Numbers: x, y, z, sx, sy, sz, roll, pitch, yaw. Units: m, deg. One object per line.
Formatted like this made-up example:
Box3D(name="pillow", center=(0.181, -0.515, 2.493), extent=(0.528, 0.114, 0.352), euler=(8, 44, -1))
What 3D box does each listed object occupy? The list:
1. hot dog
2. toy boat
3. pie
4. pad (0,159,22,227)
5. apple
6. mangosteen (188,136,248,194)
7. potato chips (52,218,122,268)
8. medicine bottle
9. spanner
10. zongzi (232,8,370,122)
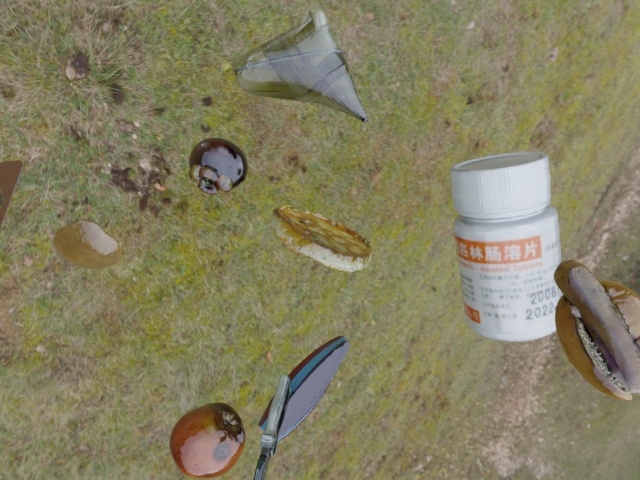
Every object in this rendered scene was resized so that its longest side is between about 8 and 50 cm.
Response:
Box3D(name="hot dog", center=(0.284, 0.085, 0.464), extent=(0.090, 0.140, 0.060), euler=(-14, 152, 13))
Box3D(name="toy boat", center=(-0.032, 0.451, 1.468), extent=(0.136, 0.079, 0.392), euler=(46, 68, -9))
Box3D(name="pie", center=(0.000, 0.000, 1.325), extent=(0.315, 0.315, 0.092), euler=(16, 108, -31))
Box3D(name="pad", center=(-0.841, -0.080, 1.192), extent=(0.004, 0.181, 0.267), euler=(30, 67, -54))
Box3D(name="apple", center=(-0.351, 0.623, 1.476), extent=(0.230, 0.230, 0.229), euler=(-9, 111, -25))
Box3D(name="mangosteen", center=(-0.226, -0.154, 1.007), extent=(0.140, 0.140, 0.140), euler=(-9, 111, -25))
Box3D(name="potato chips", center=(-0.562, 0.024, 1.120), extent=(0.150, 0.202, 0.049), euler=(50, 43, -31))
Box3D(name="medicine bottle", center=(0.398, 0.010, 1.005), extent=(0.211, 0.211, 0.371), euler=(-19, 106, -22))
Box3D(name="spanner", center=(-0.132, 0.525, 1.282), extent=(0.040, 0.324, 0.095), euler=(5, 133, 11))
Box3D(name="zongzi", center=(-0.041, -0.299, 0.934), extent=(0.221, 0.112, 0.242), euler=(-22, 85, 13))
